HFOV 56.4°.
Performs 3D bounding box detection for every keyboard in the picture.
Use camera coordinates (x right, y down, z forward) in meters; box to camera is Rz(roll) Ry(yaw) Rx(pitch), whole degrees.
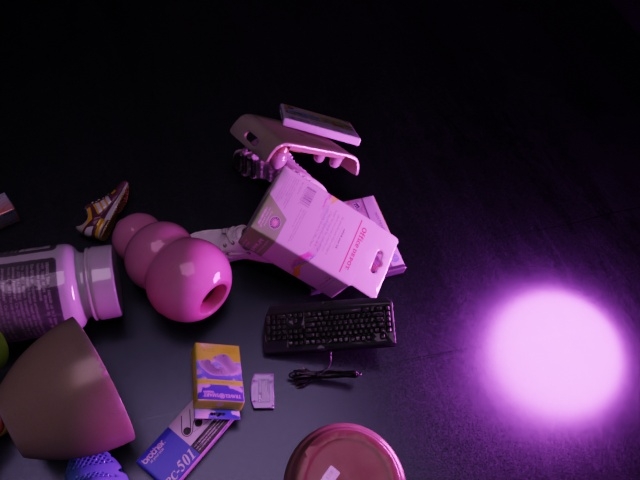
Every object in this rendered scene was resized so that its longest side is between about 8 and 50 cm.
[{"bbox_3d":[0.021,0.244,1.426,0.318,0.033,0.201,-6,78,8],"label":"keyboard"}]

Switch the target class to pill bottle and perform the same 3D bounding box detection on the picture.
[{"bbox_3d":[-0.644,0.118,1.344,0.361,0.204,0.204,-8,61,-14],"label":"pill bottle"}]

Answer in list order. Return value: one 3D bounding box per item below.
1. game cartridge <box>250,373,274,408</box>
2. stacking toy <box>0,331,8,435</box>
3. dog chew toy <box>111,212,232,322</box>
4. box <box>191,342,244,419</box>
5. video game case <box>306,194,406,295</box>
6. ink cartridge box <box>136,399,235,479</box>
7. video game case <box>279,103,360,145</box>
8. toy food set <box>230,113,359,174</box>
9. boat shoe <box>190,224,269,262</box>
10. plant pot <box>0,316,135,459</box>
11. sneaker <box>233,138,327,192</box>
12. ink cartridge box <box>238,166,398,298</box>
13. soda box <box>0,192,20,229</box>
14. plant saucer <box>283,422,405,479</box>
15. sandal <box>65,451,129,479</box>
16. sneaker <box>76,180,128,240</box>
[{"bbox_3d":[-0.137,0.354,1.401,0.056,0.017,0.083,4,59,-12],"label":"game cartridge"},{"bbox_3d":[-0.773,0.276,1.178,0.309,0.279,0.130,18,23,5],"label":"stacking toy"},{"bbox_3d":[-0.374,0.049,1.445,0.332,0.206,0.207,36,60,21],"label":"dog chew toy"},{"bbox_3d":[-0.234,0.316,1.351,0.109,0.042,0.178,8,39,-21],"label":"box"},{"bbox_3d":[0.063,0.006,1.633,0.275,0.035,0.248,-12,62,-17],"label":"video game case"},{"bbox_3d":[-0.290,0.436,1.307,0.097,0.046,0.207,35,60,13],"label":"ink cartridge box"},{"bbox_3d":[-0.006,-0.342,1.752,0.227,0.026,0.206,13,22,-12],"label":"video game case"},{"bbox_3d":[-0.068,-0.250,1.646,0.306,0.092,0.220,5,26,-38],"label":"toy food set"},{"bbox_3d":[-0.214,-0.001,1.552,0.277,0.096,0.098,1,59,-10],"label":"boat shoe"},{"bbox_3d":[-0.524,0.321,1.188,0.191,0.284,0.284,-26,67,-28],"label":"plant pot"},{"bbox_3d":[-0.100,-0.201,1.694,0.292,0.110,0.118,30,50,8],"label":"sneaker"},{"bbox_3d":[0.000,0.000,1.506,0.354,0.119,0.207,32,59,-10],"label":"ink cartridge box"},{"bbox_3d":[-0.858,-0.046,1.492,0.183,0.058,0.063,-31,69,-25],"label":"soda box"},{"bbox_3d":[0.058,0.538,1.310,0.278,0.041,0.277,4,60,-7],"label":"plant saucer"},{"bbox_3d":[-0.417,0.512,1.147,0.126,0.138,0.317,-14,38,-29],"label":"sandal"},{"bbox_3d":[-0.568,-0.090,1.561,0.084,0.069,0.185,19,57,-4],"label":"sneaker"}]
